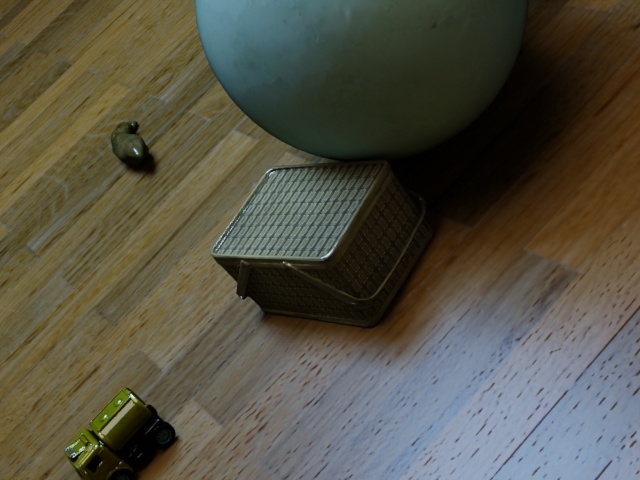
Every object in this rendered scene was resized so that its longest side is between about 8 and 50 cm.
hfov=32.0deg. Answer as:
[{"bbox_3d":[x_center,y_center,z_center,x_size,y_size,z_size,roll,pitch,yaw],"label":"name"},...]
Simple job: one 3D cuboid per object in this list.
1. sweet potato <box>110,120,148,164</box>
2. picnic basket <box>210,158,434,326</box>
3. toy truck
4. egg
[{"bbox_3d":[-0.232,-0.115,1.347,0.041,0.038,0.153,-17,23,-9],"label":"sweet potato"},{"bbox_3d":[0.000,0.000,0.932,0.164,0.079,0.115,1,50,46],"label":"picnic basket"},{"bbox_3d":[-0.170,0.167,0.922,0.083,0.054,0.049,-47,33,-10],"label":"toy truck"},{"bbox_3d":[0.031,-0.208,0.968,0.276,0.276,0.389,-39,20,0],"label":"egg"}]
